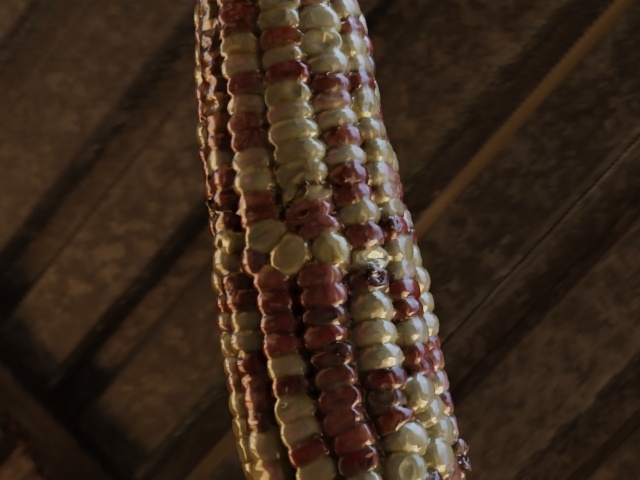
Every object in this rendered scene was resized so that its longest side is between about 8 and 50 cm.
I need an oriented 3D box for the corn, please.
[{"bbox_3d":[0.000,0.000,0.577,0.079,0.079,0.237,-10,-95,22],"label":"corn"}]
